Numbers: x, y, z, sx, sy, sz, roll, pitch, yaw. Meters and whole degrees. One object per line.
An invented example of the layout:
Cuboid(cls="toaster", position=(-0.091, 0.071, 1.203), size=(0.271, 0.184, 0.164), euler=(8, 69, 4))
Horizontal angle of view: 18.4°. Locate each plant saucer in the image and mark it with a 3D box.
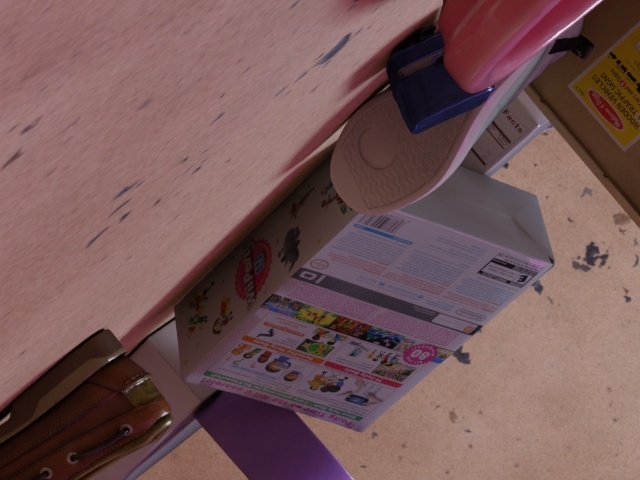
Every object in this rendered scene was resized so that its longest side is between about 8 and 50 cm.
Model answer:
Cuboid(cls="plant saucer", position=(0.190, -0.225, 1.189), size=(0.332, 0.084, 0.332), euler=(-40, 177, -2))

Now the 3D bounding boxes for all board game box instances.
Cuboid(cls="board game box", position=(0.036, 0.045, 1.866), size=(0.224, 0.097, 0.303), euler=(20, 132, -32))

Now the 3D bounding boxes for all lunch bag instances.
Cuboid(cls="lunch bag", position=(0.087, -0.126, 1.488), size=(0.067, 0.065, 0.098), euler=(-24, 176, -6))

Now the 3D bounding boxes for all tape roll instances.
Cuboid(cls="tape roll", position=(-0.039, 0.225, 2.028), size=(0.080, 0.189, 0.189), euler=(-42, 177, -5))

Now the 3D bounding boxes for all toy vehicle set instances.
Cuboid(cls="toy vehicle set", position=(0.273, -0.136, 1.677), size=(0.166, 0.267, 0.035), euler=(-41, 175, 30))

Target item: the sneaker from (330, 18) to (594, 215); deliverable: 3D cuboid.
Cuboid(cls="sneaker", position=(0.124, -0.119, 1.645), size=(0.256, 0.094, 0.151), euler=(-45, 169, 30))

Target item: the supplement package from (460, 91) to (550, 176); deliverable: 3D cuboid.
Cuboid(cls="supplement package", position=(0.139, -0.110, 1.883), size=(0.179, 0.105, 0.105), euler=(-42, 174, 35))

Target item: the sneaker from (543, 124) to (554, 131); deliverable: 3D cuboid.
Cuboid(cls="sneaker", position=(0.219, -0.186, 1.945), size=(0.295, 0.147, 0.104), euler=(-8, -161, 22))

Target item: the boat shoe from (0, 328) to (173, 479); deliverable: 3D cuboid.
Cuboid(cls="boat shoe", position=(-0.260, 0.210, 1.652), size=(0.307, 0.104, 0.111), euler=(-41, 177, 11))

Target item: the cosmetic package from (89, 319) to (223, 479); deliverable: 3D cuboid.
Cuboid(cls="cosmetic package", position=(-0.135, 0.145, 2.220), size=(0.284, 0.097, 0.377), euler=(-42, 176, 36))
